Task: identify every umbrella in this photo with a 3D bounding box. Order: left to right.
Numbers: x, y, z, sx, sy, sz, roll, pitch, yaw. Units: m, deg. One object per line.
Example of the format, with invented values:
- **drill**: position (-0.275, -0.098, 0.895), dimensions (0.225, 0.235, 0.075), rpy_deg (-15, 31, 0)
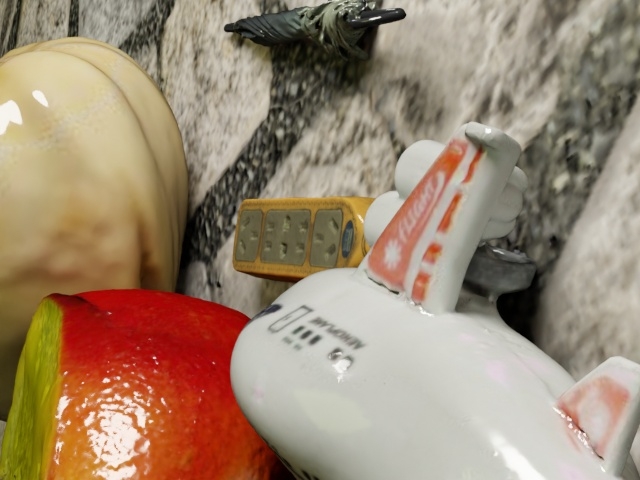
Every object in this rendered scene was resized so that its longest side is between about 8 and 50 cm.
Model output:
- **umbrella**: position (-0.005, -0.126, 0.696), dimensions (0.269, 0.044, 0.044), rpy_deg (-155, 50, -68)

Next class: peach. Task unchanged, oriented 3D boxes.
- **peach**: position (-0.085, 0.106, 0.628), dimensions (0.267, 0.159, 0.153), rpy_deg (-163, 78, -73)

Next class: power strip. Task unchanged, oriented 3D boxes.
- **power strip**: position (0.000, 0.000, 0.649), dimensions (0.178, 0.028, 0.049), rpy_deg (2, 84, 60)

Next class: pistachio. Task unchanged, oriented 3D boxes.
- **pistachio**: position (-0.203, -0.005, 0.817), dimensions (0.238, 0.229, 0.321), rpy_deg (47, 140, 13)

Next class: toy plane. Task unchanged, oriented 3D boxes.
- **toy plane**: position (0.038, 0.076, 0.479), dimensions (0.252, 0.118, 0.252), rpy_deg (-31, 54, 55)
